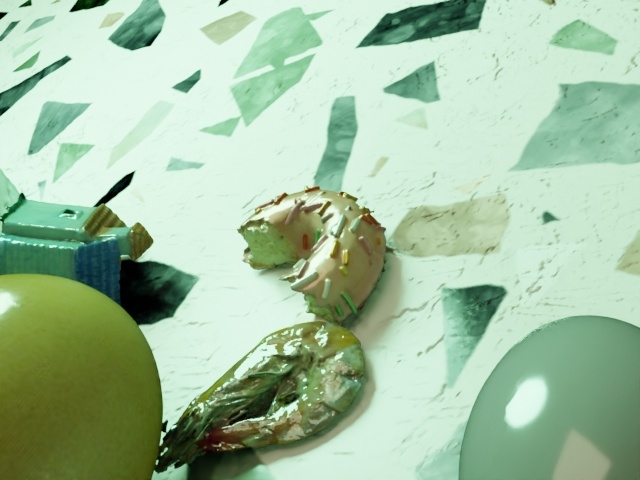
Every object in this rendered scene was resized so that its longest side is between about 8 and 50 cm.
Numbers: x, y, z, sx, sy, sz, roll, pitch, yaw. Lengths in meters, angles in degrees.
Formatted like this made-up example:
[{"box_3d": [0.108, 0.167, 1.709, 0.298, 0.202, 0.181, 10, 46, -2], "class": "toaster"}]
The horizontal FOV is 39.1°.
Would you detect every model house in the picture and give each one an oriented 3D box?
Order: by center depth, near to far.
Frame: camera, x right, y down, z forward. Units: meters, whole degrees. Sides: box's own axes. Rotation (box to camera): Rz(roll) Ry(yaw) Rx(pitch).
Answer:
[{"box_3d": [-0.238, 0.020, 0.914, 0.149, 0.119, 0.148, 1, 18, 1], "class": "model house"}]

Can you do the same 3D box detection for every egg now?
[{"box_3d": [0.149, 0.125, 0.488, 0.146, 0.146, 0.198, -9, 36, 26], "class": "egg"}, {"box_3d": [-0.250, 0.161, 0.627, 0.250, 0.250, 0.322, 10, 50, 40], "class": "egg"}]

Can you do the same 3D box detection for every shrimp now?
[{"box_3d": [-0.051, 0.127, 0.706, 0.190, 0.042, 0.101, -31, 45, -2], "class": "shrimp"}]

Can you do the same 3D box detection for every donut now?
[{"box_3d": [0.000, 0.000, 0.795, 0.117, 0.065, 0.166, -42, 40, -13], "class": "donut"}]

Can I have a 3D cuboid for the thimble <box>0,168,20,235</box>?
[{"box_3d": [-0.493, -0.019, 1.059, 0.288, 0.167, 0.254, -5, 45, 30], "class": "thimble"}]
